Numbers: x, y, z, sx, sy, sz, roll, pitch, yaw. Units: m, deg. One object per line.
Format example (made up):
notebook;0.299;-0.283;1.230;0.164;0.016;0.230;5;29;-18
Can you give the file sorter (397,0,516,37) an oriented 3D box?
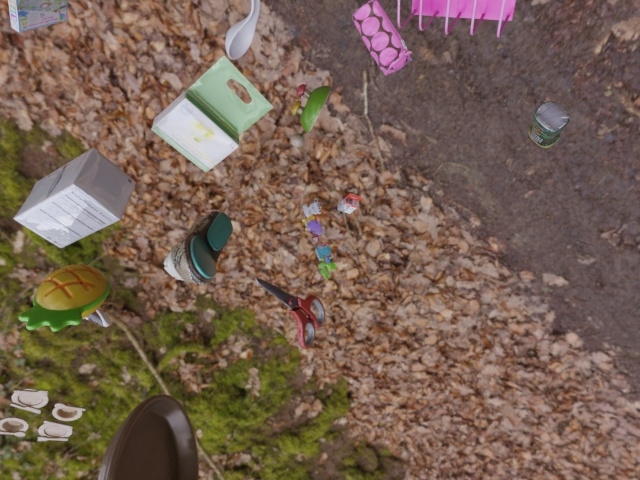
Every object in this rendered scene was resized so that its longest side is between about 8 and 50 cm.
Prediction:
file sorter;0.366;-0.674;1.169;0.291;0.182;0.202;16;140;22

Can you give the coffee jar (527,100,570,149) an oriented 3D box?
coffee jar;0.705;-0.353;1.365;0.096;0.079;0.184;53;-169;18

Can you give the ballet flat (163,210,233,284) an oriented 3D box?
ballet flat;-0.421;0.038;1.471;0.483;0.182;0.164;-92;-22;-68

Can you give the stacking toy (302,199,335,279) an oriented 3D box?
stacking toy;0.000;0.000;1.318;0.167;0.052;0.221;102;149;-77

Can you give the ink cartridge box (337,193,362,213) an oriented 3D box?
ink cartridge box;0.122;-0.152;1.816;0.063;0.029;0.115;15;156;-20

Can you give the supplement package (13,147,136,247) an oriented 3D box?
supplement package;-0.465;-0.077;0.837;0.179;0.105;0.105;-20;135;23

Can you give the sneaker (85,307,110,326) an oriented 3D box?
sneaker;-0.697;0.218;1.309;0.158;0.065;0.061;35;159;17

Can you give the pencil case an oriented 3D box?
pencil case;0.178;-0.587;1.257;0.209;0.095;0.098;58;153;4

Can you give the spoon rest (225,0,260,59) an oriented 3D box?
spoon rest;-0.264;-0.751;1.508;0.084;0.137;0.276;35;140;10

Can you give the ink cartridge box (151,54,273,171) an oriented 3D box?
ink cartridge box;-0.252;-0.289;1.037;0.235;0.056;0.171;-32;131;22

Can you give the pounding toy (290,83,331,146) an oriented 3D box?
pounding toy;-0.061;-0.482;1.617;0.110;0.183;0.237;26;129;-10

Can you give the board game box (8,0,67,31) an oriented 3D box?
board game box;-0.734;-0.615;1.144;0.026;0.154;0.103;33;134;2

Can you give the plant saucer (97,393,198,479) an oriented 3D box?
plant saucer;-0.267;0.391;0.694;0.041;0.278;0.278;-10;136;7

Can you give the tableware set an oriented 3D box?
tableware set;-0.572;0.364;0.900;0.141;0.020;0.168;26;116;-27

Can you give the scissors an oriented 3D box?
scissors;-0.053;0.117;0.877;0.021;0.109;0.297;9;146;29

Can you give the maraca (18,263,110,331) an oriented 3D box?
maraca;-0.479;0.110;0.832;0.127;0.185;0.099;2;117;-2
